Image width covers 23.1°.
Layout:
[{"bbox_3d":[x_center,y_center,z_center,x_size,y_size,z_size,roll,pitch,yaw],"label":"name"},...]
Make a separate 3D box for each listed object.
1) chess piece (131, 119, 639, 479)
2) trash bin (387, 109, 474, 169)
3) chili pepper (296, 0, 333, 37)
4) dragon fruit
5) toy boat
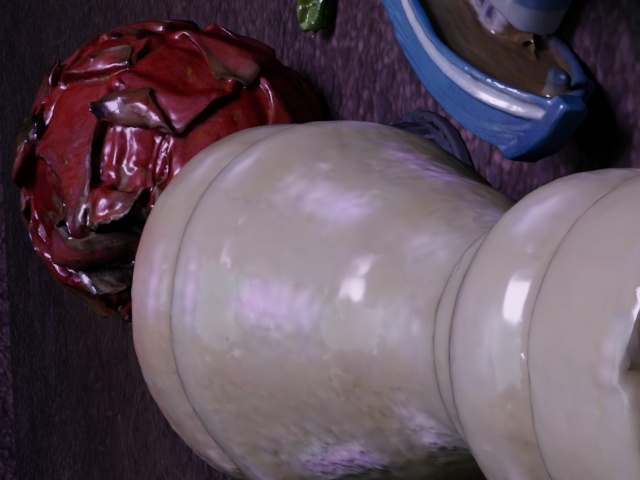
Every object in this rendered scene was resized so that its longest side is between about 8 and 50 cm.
[{"bbox_3d":[0.089,0.050,0.755,0.442,0.234,0.234,4,95,62],"label":"chess piece"},{"bbox_3d":[0.000,0.000,1.050,0.175,0.161,0.175,178,90,-70],"label":"trash bin"},{"bbox_3d":[-0.004,-0.204,1.223,0.034,0.030,0.091,50,-141,-84],"label":"chili pepper"},{"bbox_3d":[-0.118,-0.047,1.206,0.299,0.244,0.244,-53,-20,-54],"label":"dragon fruit"},{"bbox_3d":[0.100,-0.132,0.882,0.215,0.088,0.102,-111,32,-44],"label":"toy boat"}]
